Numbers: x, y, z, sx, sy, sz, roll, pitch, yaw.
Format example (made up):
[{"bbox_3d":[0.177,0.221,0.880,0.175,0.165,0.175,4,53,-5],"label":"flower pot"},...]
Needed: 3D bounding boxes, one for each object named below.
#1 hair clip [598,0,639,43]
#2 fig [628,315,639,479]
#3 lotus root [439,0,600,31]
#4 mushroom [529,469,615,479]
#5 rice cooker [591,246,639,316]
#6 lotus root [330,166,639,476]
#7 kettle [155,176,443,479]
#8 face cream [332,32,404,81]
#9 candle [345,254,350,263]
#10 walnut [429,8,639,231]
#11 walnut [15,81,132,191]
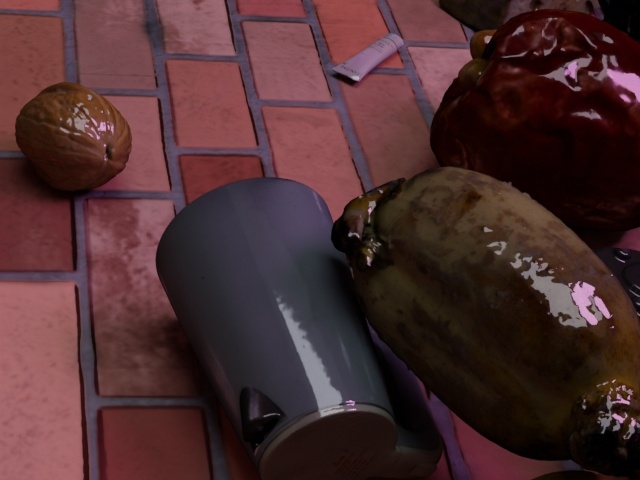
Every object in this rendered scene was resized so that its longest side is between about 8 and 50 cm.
[{"bbox_3d":[0.407,-0.206,1.603,0.206,0.194,0.310,8,34,-24],"label":"hair clip"},{"bbox_3d":[0.288,0.126,1.080,0.290,0.190,0.190,48,43,-3],"label":"fig"},{"bbox_3d":[0.277,-0.351,1.791,0.235,0.138,0.119,-24,39,-29],"label":"lotus root"},{"bbox_3d":[0.245,0.321,0.906,0.154,0.137,0.407,-34,45,10],"label":"mushroom"},{"bbox_3d":[0.283,0.079,1.239,0.203,0.118,0.142,8,37,-12],"label":"rice cooker"},{"bbox_3d":[0.140,0.066,1.059,0.173,0.173,0.309,-20,50,-34],"label":"lotus root"},{"bbox_3d":[-0.009,0.093,1.156,0.210,0.160,0.243,18,35,-41],"label":"kettle"},{"bbox_3d":[0.059,-0.216,1.642,0.038,0.020,0.115,29,44,21],"label":"face cream"},{"bbox_3d":[0.000,0.001,1.350,0.167,0.021,0.026,25,49,15],"label":"candle"},{"bbox_3d":[0.261,-0.120,1.432,0.269,0.221,0.244,30,22,0],"label":"walnut"},{"bbox_3d":[-0.245,-0.102,1.362,0.124,0.105,0.105,18,36,34],"label":"walnut"}]
